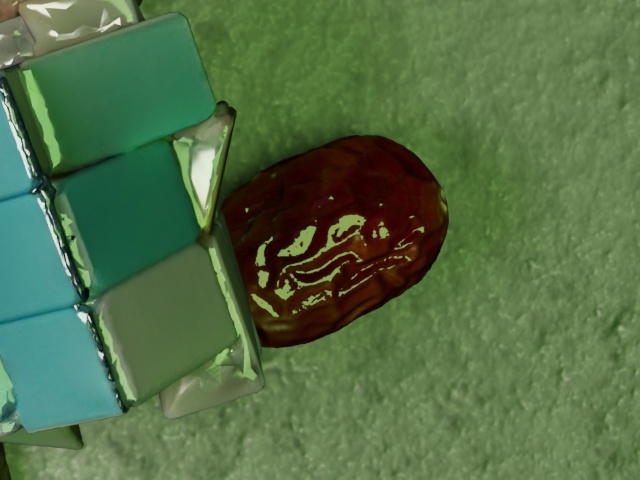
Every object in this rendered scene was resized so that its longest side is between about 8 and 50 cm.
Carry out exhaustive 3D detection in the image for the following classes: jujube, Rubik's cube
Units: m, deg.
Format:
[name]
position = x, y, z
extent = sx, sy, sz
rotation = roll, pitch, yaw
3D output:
[jujube]
position = 0.000, 0.000, 1.659
extent = 0.250, 0.174, 0.174
rotation = -22, 104, -11
[Rubik's cube]
position = -0.225, -0.001, 1.442
extent = 0.358, 0.368, 0.387
rotation = -17, 99, 3

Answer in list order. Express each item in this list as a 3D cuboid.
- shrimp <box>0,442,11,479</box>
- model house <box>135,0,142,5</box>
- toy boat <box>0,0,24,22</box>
[shrimp]
position = -0.408, 0.210, 1.575
extent = 0.272, 0.085, 0.445
rotation = -22, 101, -12
[model house]
position = -0.111, -0.356, 1.552
extent = 0.239, 0.268, 0.173
rotation = -30, 86, -17
[toy boat]
position = -0.350, -0.191, 1.555
extent = 0.227, 0.085, 0.155
rotation = -1, 113, -29
